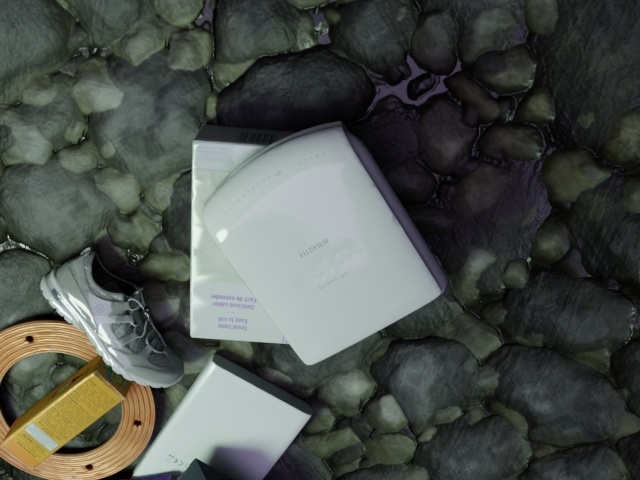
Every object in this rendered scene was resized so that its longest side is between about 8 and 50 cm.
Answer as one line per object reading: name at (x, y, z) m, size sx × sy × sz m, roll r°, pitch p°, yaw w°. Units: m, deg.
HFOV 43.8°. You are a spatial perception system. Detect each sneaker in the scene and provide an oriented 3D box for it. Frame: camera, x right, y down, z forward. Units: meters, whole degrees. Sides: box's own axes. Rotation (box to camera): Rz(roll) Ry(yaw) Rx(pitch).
sneaker at (-0.320, 0.130, 1.301) m, size 0.115 × 0.105 × 0.281 m, roll -41°, pitch 108°, yaw 13°

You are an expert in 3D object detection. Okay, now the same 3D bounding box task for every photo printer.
photo printer at (0.000, 0.000, 1.135) m, size 0.256 × 0.107 × 0.307 m, roll -29°, pitch 110°, yaw 11°

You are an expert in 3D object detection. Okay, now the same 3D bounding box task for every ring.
ring at (-0.458, 0.286, 1.411) m, size 0.336 × 0.032 × 0.337 m, roll 1°, pitch 114°, yaw 1°

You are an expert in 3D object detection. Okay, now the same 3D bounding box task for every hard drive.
hard drive at (-0.182, 0.367, 1.433) m, size 0.203 × 0.040 × 0.307 m, roll 31°, pitch 110°, yaw -11°

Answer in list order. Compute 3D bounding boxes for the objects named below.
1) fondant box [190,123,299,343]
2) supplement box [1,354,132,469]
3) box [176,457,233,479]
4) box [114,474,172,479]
fondant box at (-0.077, -0.003, 1.244) m, size 0.238 × 0.096 × 0.330 m, roll 4°, pitch 114°, yaw -1°
supplement box at (-0.428, 0.288, 1.353) m, size 0.233 × 0.078 × 0.080 m, roll -39°, pitch 107°, yaw 17°
box at (-0.200, 0.490, 1.377) m, size 0.156 × 0.093 × 0.158 m, roll -49°, pitch 121°, yaw -1°
box at (-0.385, 0.538, 1.476) m, size 0.293 × 0.057 × 0.201 m, roll -10°, pitch 119°, yaw 13°
